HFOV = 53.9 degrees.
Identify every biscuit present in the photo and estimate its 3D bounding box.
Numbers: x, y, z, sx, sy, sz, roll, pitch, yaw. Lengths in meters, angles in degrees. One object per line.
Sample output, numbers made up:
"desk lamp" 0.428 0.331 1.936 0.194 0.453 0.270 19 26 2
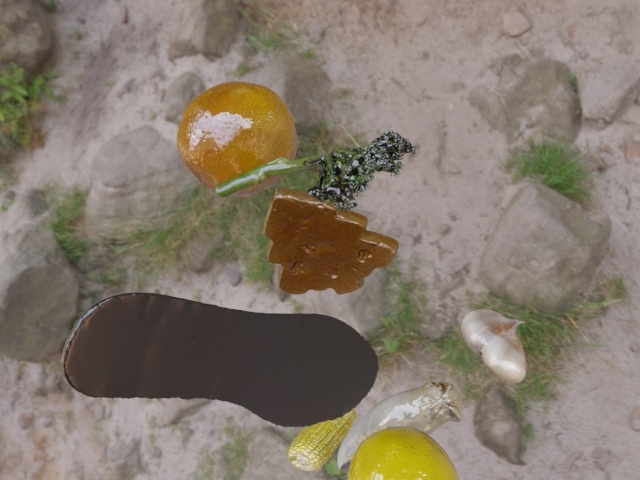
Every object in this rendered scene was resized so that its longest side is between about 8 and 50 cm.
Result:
"biscuit" 0.000 -0.001 1.240 0.278 0.301 0.043 -16 42 21

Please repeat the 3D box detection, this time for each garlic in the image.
"garlic" 0.363 0.215 1.286 0.099 0.124 0.174 -67 28 26

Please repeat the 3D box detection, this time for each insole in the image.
"insole" -0.055 0.107 0.544 0.009 0.348 0.119 34 99 43

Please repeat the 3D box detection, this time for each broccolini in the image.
"broccolini" -0.030 -0.063 0.718 0.271 0.123 0.062 -8 107 36

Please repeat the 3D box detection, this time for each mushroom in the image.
"mushroom" 0.184 0.447 1.483 0.126 0.177 0.397 -77 11 -45

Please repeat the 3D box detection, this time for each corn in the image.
"corn" 0.007 0.363 1.180 0.085 0.165 0.063 -33 92 41

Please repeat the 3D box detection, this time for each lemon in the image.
"lemon" 0.133 0.394 1.023 0.178 0.178 0.203 -58 18 7

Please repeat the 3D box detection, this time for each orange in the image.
"orange" -0.176 -0.225 1.384 0.264 0.264 0.264 -13 67 34
